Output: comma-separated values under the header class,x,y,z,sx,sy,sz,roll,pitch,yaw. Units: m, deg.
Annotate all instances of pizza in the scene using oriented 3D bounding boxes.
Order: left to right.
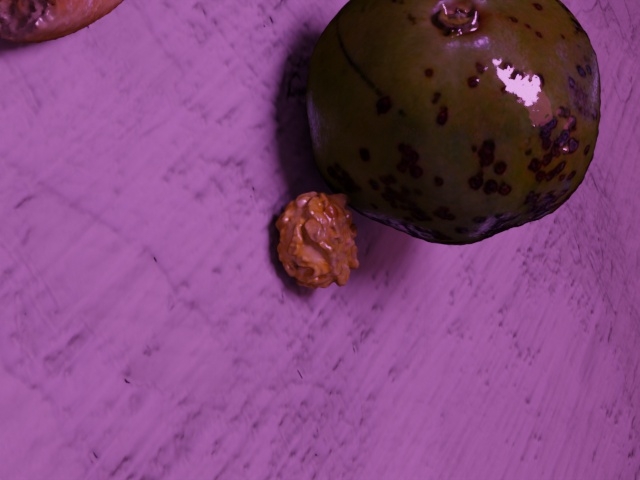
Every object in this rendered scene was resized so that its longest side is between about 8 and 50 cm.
class,x,y,z,sx,sy,sz,roll,pitch,yaw
pizza,-0.158,-0.234,0.873,0.134,0.056,0.271,45,47,-45

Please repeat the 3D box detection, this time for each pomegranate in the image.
class,x,y,z,sx,sy,sz,roll,pitch,yaw
pomegranate,0.110,-0.107,1.100,0.270,0.254,0.254,88,7,-66

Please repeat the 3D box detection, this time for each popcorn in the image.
class,x,y,z,sx,sy,sz,roll,pitch,yaw
popcorn,0.000,0.000,1.054,0.083,0.057,0.082,-28,107,-59
